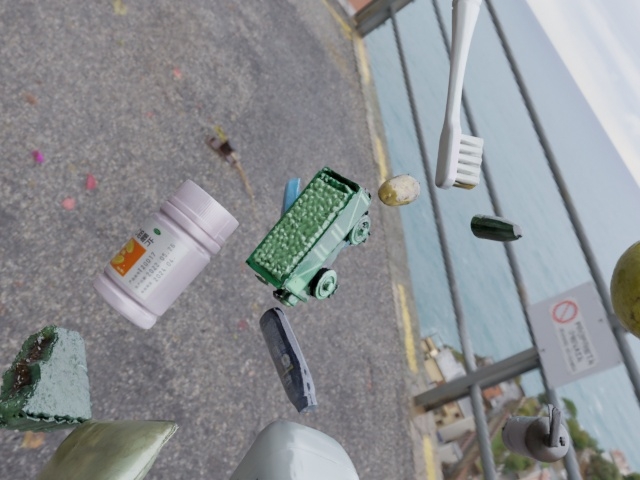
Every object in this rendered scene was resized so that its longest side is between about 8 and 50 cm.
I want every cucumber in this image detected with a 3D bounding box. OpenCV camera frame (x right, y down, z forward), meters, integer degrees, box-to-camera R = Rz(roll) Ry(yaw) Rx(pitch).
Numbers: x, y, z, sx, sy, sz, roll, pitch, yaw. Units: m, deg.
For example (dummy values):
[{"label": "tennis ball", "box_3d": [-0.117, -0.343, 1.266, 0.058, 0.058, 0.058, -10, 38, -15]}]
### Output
[{"label": "cucumber", "box_3d": [0.336, -0.022, 1.232, 0.048, 0.105, 0.048, -8, 104, -37]}]

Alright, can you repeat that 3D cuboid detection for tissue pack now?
[{"label": "tissue pack", "box_3d": [-0.078, 0.537, 1.236, 0.229, 0.333, 0.236, 29, 14, -20]}]

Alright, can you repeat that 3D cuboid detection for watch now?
[{"label": "watch", "box_3d": [0.001, -0.053, 1.585, 0.211, 0.193, 0.211, 6, 90, -87]}]

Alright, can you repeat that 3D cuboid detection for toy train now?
[{"label": "toy train", "box_3d": [0.000, 0.000, 1.192, 0.115, 0.269, 0.154, 35, -8, 32]}]

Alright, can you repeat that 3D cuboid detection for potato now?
[{"label": "potato", "box_3d": [0.121, -0.075, 0.999, 0.051, 0.040, 0.083, 32, 37, 31]}]

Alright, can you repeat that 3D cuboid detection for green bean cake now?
[{"label": "green bean cake", "box_3d": [-0.554, 0.270, 1.281, 0.193, 0.107, 0.208, 41, 33, -61]}]

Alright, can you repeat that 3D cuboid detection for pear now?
[{"label": "pear", "box_3d": [0.572, 0.092, 1.059, 0.197, 0.197, 0.197, 42, 30, -31]}]

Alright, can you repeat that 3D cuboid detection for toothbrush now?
[{"label": "toothbrush", "box_3d": [0.118, -0.199, 0.494, 0.030, 0.025, 0.342, 11, 76, -12]}]

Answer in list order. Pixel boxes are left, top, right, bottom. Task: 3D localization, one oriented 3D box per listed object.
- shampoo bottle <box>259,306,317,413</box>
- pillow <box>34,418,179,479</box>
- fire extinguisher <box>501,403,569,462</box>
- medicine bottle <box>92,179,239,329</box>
[{"label": "shampoo bottle", "box_3d": [-0.069, 0.257, 1.394, 0.049, 0.087, 0.234, -2, 52, -35]}, {"label": "pillow", "box_3d": [-0.364, 0.364, 1.047, 0.075, 0.302, 0.185, 53, 48, -21]}, {"label": "fire extinguisher", "box_3d": [0.361, 0.321, 1.088, 0.268, 0.072, 0.089, 70, 25, -74]}, {"label": "medicine bottle", "box_3d": [-0.270, 0.024, 1.150, 0.133, 0.250, 0.133, 41, -7, 6]}]
